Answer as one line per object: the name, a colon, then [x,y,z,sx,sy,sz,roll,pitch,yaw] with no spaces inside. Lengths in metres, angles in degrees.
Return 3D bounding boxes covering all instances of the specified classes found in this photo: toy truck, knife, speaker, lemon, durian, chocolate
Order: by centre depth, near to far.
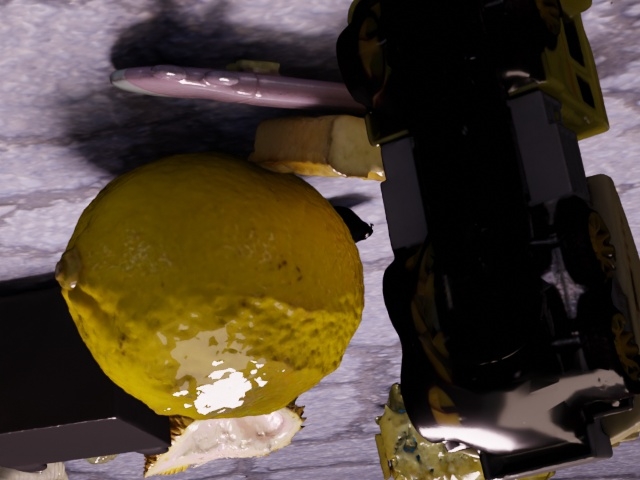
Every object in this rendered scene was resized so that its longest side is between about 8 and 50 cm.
toy truck: [0.157,-0.018,1.170,0.181,0.405,0.254,-18,163,26]
knife: [0.012,-0.132,1.319,0.399,0.038,0.132,4,180,-25]
lemon: [-0.104,0.042,1.434,0.268,0.268,0.322,-23,162,37]
chocolate: [-0.003,-0.001,1.657,0.072,0.070,0.147,17,141,-25]
speaker: [-0.318,0.169,1.823,0.232,0.184,0.254,-9,162,9]
durian: [-0.147,0.254,2.167,0.250,0.138,0.183,-2,125,-20]

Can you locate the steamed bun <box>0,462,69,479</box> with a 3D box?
steamed bun: [-0.546,0.509,2.432,0.238,0.346,0.394,-6,142,16]

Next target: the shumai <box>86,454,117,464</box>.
shumai: [-0.328,0.267,2.228,0.124,0.087,0.099,-47,139,-12]

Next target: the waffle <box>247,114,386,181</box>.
waffle: [0.085,-0.078,1.379,0.274,0.057,0.168,4,-177,-26]

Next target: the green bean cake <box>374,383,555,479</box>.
green bean cake: [0.245,0.312,2.329,0.310,0.202,0.285,-6,157,-1]
